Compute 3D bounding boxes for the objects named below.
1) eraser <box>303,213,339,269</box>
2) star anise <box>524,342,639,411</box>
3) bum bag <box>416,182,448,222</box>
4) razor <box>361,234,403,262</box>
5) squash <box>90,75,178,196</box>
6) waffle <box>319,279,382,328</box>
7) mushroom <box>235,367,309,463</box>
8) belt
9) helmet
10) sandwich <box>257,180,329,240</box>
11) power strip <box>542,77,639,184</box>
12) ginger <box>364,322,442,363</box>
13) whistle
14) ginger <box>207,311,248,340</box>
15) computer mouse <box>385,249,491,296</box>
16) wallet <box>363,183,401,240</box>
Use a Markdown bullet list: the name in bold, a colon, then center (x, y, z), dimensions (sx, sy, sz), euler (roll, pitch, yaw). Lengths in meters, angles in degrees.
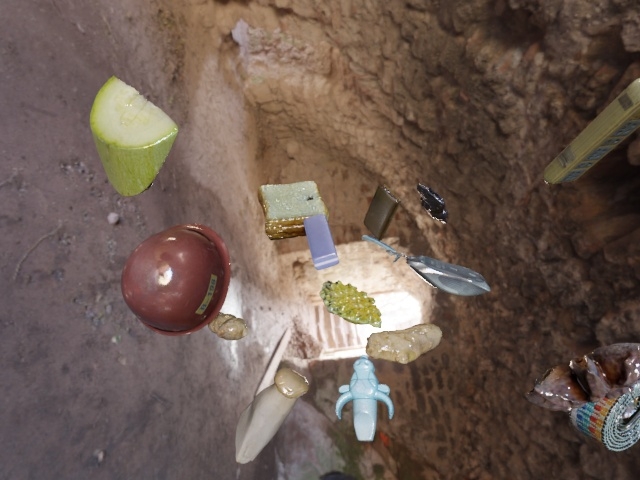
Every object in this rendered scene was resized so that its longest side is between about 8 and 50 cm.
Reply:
- **eraser**: center (0.000, 0.000, 1.482), dimensions (0.225, 0.082, 0.036), euler (-106, 176, -46)
- **star anise**: center (0.660, 0.336, 1.079), dimensions (0.331, 0.332, 0.117), euler (77, -10, -59)
- **bum bag**: center (0.481, -0.151, 1.894), dimensions (0.137, 0.074, 0.310), euler (39, 1, 25)
- **razor**: center (0.268, 0.025, 1.953), dimensions (0.037, 0.191, 0.068), euler (-61, -177, -41)
- **squash**: center (-0.475, -0.241, 1.102), dimensions (0.237, 0.204, 0.155), euler (38, -17, 16)
- **waffle**: center (0.098, 0.210, 1.476), dimensions (0.204, 0.223, 0.054), euler (-94, -152, -63)
- **mushroom**: center (-0.191, 0.622, 1.612), dimensions (0.407, 0.137, 0.154), euler (-55, -165, 19)
- **belt**: center (0.885, 0.495, 1.331), dimensions (0.207, 0.257, 0.150), euler (57, -12, -23)
- **helmet**: center (-0.470, 0.103, 1.390), dimensions (0.230, 0.337, 0.385), euler (73, 41, -77)
- **sandwich**: center (-0.101, -0.120, 1.685), dimensions (0.273, 0.249, 0.095), euler (-110, -164, -51)
- **power strip**: center (0.682, -0.254, 1.059), dimensions (0.387, 0.092, 0.066), euler (109, -30, -61)
- **ginger**: center (0.348, 0.417, 1.809), dimensions (0.190, 0.354, 0.126), euler (34, -50, 57)
- **whistle**: center (0.145, 0.511, 1.462), dimensions (0.093, 0.186, 0.274), euler (67, 21, -56)
- **ginger**: center (-0.317, 0.285, 1.487), dimensions (0.204, 0.104, 0.080), euler (1, -83, 59)
- **computer mouse**: center (0.402, 0.118, 1.553), dimensions (0.167, 0.379, 0.090), euler (-33, 142, -72)
- **wallet**: center (0.221, -0.101, 1.624), dimensions (0.110, 0.031, 0.198), euler (51, -38, 29)
